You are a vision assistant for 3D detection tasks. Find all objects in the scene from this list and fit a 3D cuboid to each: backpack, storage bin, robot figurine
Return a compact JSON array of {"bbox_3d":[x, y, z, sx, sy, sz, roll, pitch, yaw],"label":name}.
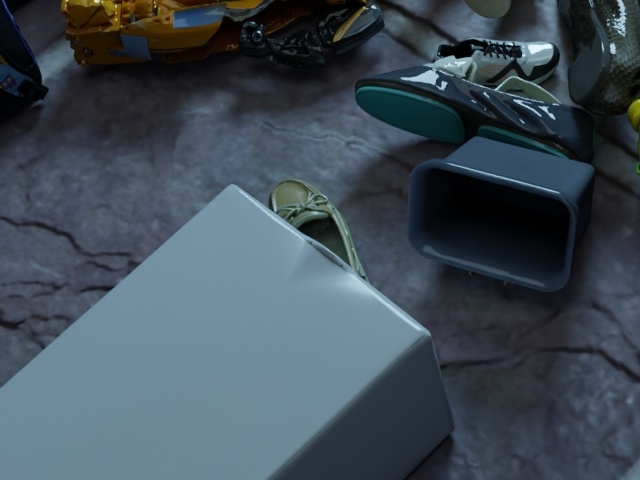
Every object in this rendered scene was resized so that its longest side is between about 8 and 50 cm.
[{"bbox_3d":[-0.337,-0.165,1.625,0.158,0.173,0.117,-36,56,-12],"label":"backpack"},{"bbox_3d":[0.147,-0.023,1.476,0.135,0.098,0.091,16,33,23],"label":"storage bin"},{"bbox_3d":[-0.076,-0.237,1.672,0.291,0.085,0.211,-7,55,8],"label":"robot figurine"}]

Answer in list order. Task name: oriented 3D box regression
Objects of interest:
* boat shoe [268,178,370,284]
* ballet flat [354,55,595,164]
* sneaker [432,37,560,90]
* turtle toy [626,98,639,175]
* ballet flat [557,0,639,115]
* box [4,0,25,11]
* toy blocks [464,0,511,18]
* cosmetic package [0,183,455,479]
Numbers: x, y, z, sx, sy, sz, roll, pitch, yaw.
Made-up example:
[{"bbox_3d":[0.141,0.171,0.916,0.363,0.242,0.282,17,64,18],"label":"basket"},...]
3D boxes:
[{"bbox_3d":[-0.002,0.001,1.509,0.056,0.048,0.153,-22,54,-3],"label":"boat shoe"},{"bbox_3d":[0.130,-0.108,1.545,0.203,0.074,0.074,20,62,17],"label":"ballet flat"},{"bbox_3d":[0.145,-0.149,1.586,0.109,0.044,0.040,-10,52,4],"label":"sneaker"},{"bbox_3d":[0.304,-0.076,1.484,0.130,0.066,0.095,-23,54,-5],"label":"turtle toy"},{"bbox_3d":[0.239,-0.192,1.574,0.058,0.084,0.250,19,43,-15],"label":"ballet flat"},{"bbox_3d":[-0.381,-0.367,1.827,0.318,0.097,0.395,-37,56,-12],"label":"box"},{"bbox_3d":[0.155,-0.267,1.660,0.123,0.054,0.148,33,54,21],"label":"toy blocks"},{"bbox_3d":[-0.113,0.168,1.354,0.385,0.156,0.217,-40,57,-17],"label":"cosmetic package"}]
